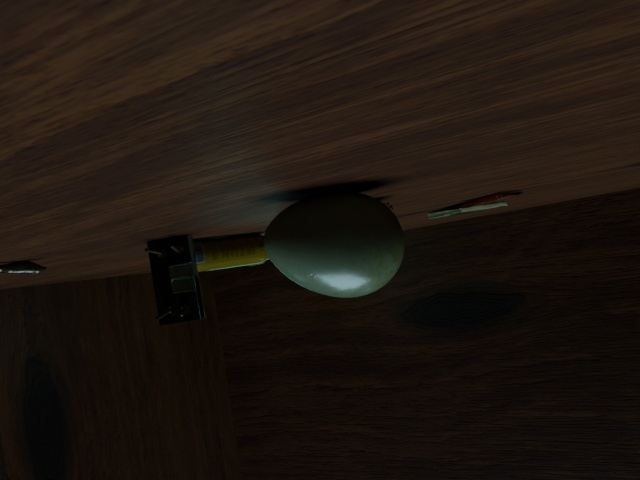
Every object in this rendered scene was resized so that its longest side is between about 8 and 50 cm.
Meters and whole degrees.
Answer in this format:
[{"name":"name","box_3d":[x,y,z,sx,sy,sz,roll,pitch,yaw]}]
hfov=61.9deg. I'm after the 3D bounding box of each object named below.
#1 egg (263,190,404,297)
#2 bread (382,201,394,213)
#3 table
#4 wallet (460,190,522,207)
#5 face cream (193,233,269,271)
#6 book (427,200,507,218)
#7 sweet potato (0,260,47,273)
[{"name":"egg","box_3d":[0.029,0.008,1.085,0.295,0.218,0.218,2,173,-26]},{"name":"bread","box_3d":[0.058,-0.020,1.422,0.246,0.111,0.239,-20,-177,-17]},{"name":"table","box_3d":[-0.410,0.110,1.469,0.122,0.240,0.111,-10,177,6]},{"name":"wallet","box_3d":[0.587,-0.144,1.849,0.103,0.020,0.196,-8,177,-29]},{"name":"face cream","box_3d":[-0.290,0.037,1.776,0.349,0.105,0.105,-8,177,-38]},{"name":"book","box_3d":[0.568,-0.120,2.097,0.201,0.026,0.289,-10,180,-13]},{"name":"sweet potato","box_3d":[-0.829,0.074,1.464,0.041,0.038,0.153,-37,155,26]}]
